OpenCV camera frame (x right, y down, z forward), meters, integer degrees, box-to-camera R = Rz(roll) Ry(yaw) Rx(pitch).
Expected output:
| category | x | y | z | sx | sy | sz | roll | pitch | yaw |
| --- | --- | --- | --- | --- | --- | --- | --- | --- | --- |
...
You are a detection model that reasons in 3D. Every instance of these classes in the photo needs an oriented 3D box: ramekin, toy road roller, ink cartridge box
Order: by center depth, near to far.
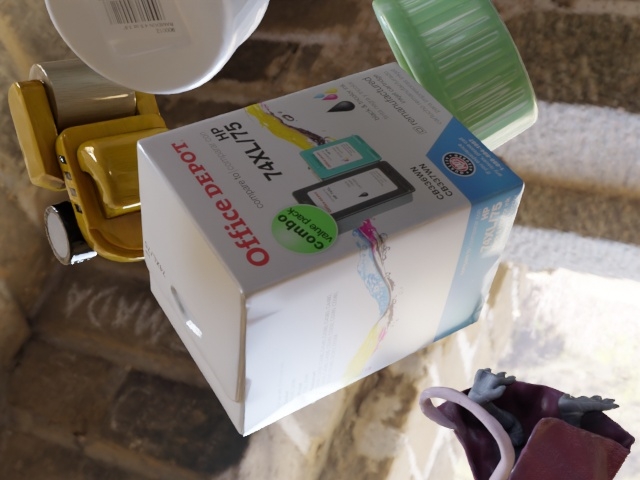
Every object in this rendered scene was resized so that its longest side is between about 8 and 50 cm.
| category | x | y | z | sx | sy | sz | roll | pitch | yaw |
| --- | --- | --- | --- | --- | --- | --- | --- | --- | --- |
| ink cartridge box | 0.000 | 0.000 | 0.764 | 0.198 | 0.270 | 0.197 | 50 | 150 | 33 |
| ramekin | -0.211 | -0.321 | 1.065 | 0.277 | 0.135 | 0.277 | 8 | 133 | 8 |
| toy road roller | -0.303 | -0.132 | 1.248 | 0.240 | 0.202 | 0.330 | -18 | 89 | 55 |
| ramekin | 0.215 | -0.272 | 1.318 | 0.148 | 0.303 | 0.303 | -28 | 135 | 8 |

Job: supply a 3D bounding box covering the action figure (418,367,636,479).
| category | x | y | z | sx | sy | sz | roll | pitch | yaw |
| --- | --- | --- | --- | --- | --- | --- | --- | --- | --- |
| action figure | 0.255 | 0.365 | 1.064 | 0.275 | 0.370 | 0.248 | 1 | -165 | -46 |
